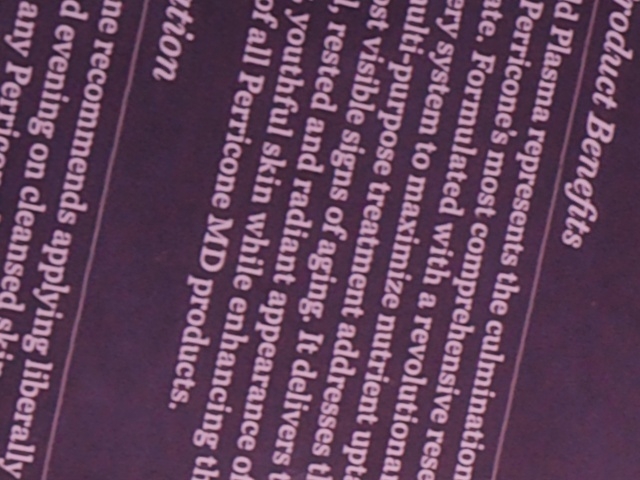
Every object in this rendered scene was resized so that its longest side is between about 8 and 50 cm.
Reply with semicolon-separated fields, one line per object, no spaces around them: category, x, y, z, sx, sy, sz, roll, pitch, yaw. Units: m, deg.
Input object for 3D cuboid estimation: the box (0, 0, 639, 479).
box;-0.047;-0.012;0.868;0.472;0.297;0.480;14;180;-16
